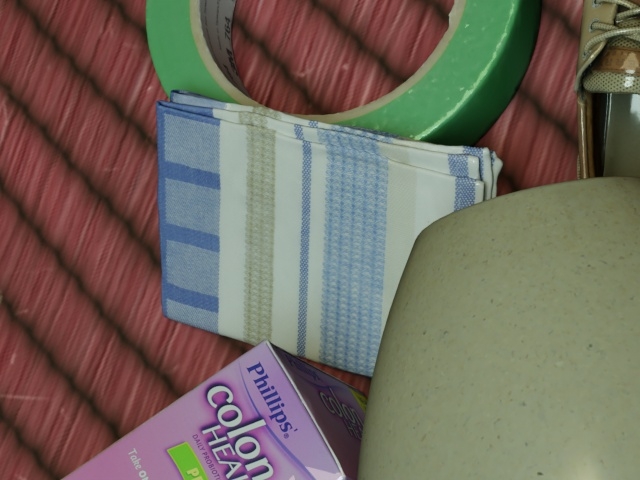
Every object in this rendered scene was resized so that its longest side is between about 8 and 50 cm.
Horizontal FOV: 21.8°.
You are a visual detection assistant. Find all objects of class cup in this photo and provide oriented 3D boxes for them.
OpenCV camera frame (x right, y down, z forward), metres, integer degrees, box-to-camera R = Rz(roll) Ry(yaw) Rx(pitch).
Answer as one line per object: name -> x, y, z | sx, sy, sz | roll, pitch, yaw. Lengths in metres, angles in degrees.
cup -> 0.167, 0.095, 1.082 | 0.331, 0.331, 0.237 | -14, 76, 16

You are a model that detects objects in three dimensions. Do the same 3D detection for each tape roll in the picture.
tape roll -> 0.017, -0.197, 1.364 | 0.321, 0.077, 0.321 | -5, 74, 19

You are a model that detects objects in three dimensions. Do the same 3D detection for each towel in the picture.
towel -> 0.000, 0.000, 1.290 | 0.285, 0.034, 0.209 | 13, 117, 23

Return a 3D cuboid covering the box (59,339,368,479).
box -> -0.072, 0.204, 1.212 | 0.243, 0.213, 0.117 | -35, 66, 7

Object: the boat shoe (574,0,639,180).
boat shoe -> 0.239, -0.132, 1.178 | 0.123, 0.116, 0.324 | 3, 104, 29
